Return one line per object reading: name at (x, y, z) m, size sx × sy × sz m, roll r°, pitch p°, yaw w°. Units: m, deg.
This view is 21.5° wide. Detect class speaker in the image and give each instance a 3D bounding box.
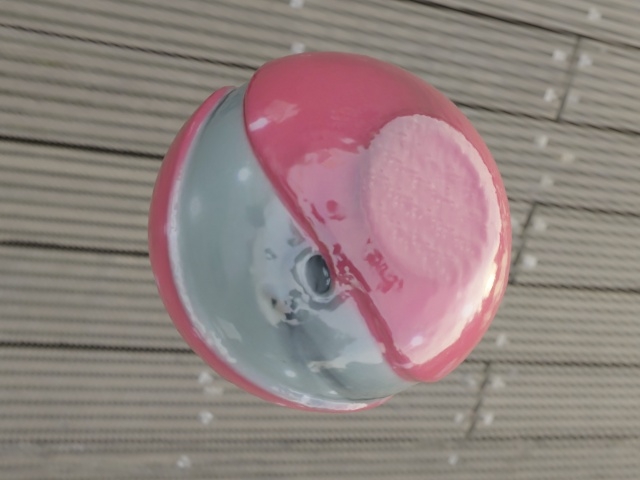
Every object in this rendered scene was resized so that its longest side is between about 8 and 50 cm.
speaker at (0.000, 0.000, 1.347) m, size 0.294 × 0.294 × 0.294 m, roll -16°, pitch 117°, yaw -34°
